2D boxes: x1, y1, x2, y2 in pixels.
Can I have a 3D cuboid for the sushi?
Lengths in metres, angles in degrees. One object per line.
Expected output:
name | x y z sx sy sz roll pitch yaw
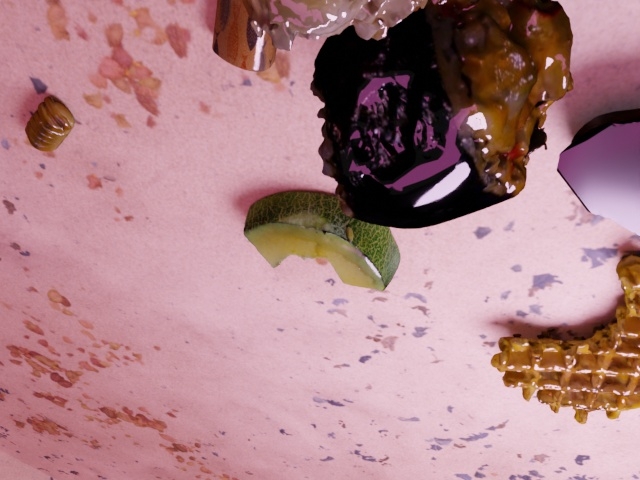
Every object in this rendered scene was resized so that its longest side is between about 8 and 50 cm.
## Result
sushi | 0.112 -0.129 0.460 0.203 0.200 0.213 -12 101 29

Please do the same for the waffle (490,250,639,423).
waffle | 0.404 0.149 0.729 0.259 0.069 0.293 32 131 -17

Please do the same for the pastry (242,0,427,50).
pastry | 0.041 -0.247 0.344 0.120 0.236 0.257 30 139 -24

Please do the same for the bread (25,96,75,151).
bread | -0.355 -0.148 0.700 0.088 0.034 0.049 -28 114 36

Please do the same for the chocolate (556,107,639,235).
chocolate | 0.310 -0.085 0.524 0.148 0.080 0.125 25 124 3

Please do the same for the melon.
melon | 0.000 0.000 0.714 0.209 0.064 0.118 9 140 13

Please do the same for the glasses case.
glasses case | -0.063 -0.247 0.508 0.064 0.041 0.170 20 136 -1
